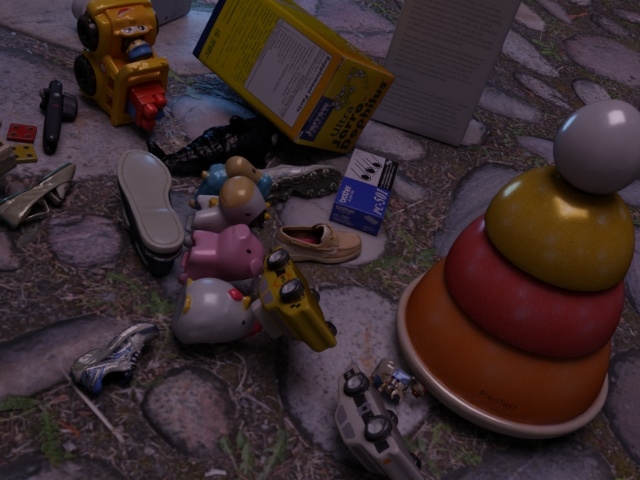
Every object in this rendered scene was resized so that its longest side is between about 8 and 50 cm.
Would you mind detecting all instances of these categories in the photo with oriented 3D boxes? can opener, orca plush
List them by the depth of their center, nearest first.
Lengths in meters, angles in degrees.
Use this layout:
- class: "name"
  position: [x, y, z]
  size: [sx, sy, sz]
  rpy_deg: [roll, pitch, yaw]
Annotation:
- class: "can opener"
  position: [-0.487, -0.231, 1.436]
  size: [0.073, 0.059, 0.186]
  rpy_deg: [6, 39, -16]
- class: "orca plush"
  position: [-0.188, -0.203, 1.484]
  size: [0.287, 0.102, 0.151]
  rpy_deg: [-8, 45, -30]

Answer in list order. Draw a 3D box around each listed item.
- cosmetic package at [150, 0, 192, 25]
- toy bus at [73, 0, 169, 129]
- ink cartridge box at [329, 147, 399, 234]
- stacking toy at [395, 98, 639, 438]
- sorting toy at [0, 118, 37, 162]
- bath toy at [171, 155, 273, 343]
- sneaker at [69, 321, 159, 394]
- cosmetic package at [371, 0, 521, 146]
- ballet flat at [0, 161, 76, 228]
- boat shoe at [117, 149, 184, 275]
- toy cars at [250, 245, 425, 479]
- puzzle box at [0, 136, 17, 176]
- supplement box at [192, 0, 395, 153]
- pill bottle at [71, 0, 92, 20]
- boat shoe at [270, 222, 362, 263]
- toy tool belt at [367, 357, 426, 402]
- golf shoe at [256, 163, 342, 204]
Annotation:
- class: "cosmetic package"
  position: [-0.398, -0.575, 1.846]
  size: [0.085, 0.117, 0.231]
  rpy_deg: [27, 40, 13]
- class: "toy bus"
  position: [-0.355, -0.322, 1.481]
  size: [0.149, 0.220, 0.211]
  rpy_deg: [-20, 58, -34]
- class: "ink cartridge box"
  position: [0.088, -0.098, 1.512]
  size: [0.097, 0.046, 0.207]
  rpy_deg: [18, 38, 2]
- class: "stacking toy"
  position: [0.335, 0.017, 1.118]
  size: [0.350, 0.480, 0.351]
  rpy_deg: [11, 39, -9]
- class: "sorting toy"
  position: [-0.623, -0.195, 1.348]
  size: [0.274, 0.046, 0.132]
  rpy_deg: [8, 39, -13]
- class: "bath toy"
  position: [-0.141, 0.018, 1.208]
  size: [0.128, 0.151, 0.348]
  rpy_deg: [19, 40, -17]
- class: "sneaker"
  position: [-0.267, 0.163, 1.058]
  size: [0.058, 0.052, 0.135]
  rpy_deg: [44, 51, 16]
- class: "cosmetic package"
  position: [0.277, -0.457, 1.695]
  size: [0.229, 0.453, 0.162]
  rpy_deg: [19, 38, 0]
- class: "ballet flat"
  position: [-0.451, -0.070, 1.272]
  size: [0.052, 0.057, 0.168]
  rpy_deg: [50, 45, -4]
- class: "boat shoe"
  position: [-0.280, -0.051, 1.282]
  size: [0.095, 0.079, 0.255]
  rpy_deg: [-5, 46, -30]
- class: "toy cars"
  position: [0.006, 0.175, 1.067]
  size: [0.087, 0.176, 0.394]
  rpy_deg: [-34, 71, 3]
- class: "puzzle box"
  position: [-0.720, -0.167, 1.228]
  size: [0.408, 0.052, 0.272]
  rpy_deg: [33, 52, 18]
- class: "supplement box"
  position: [-0.060, -0.362, 1.614]
  size: [0.356, 0.194, 0.195]
  rpy_deg: [44, 23, 28]
- class: "pill bottle"
  position: [-0.458, -0.476, 1.708]
  size: [0.180, 0.108, 0.108]
  rpy_deg: [37, 42, 24]
- class: "boat shoe"
  position: [0.000, 0.000, 1.346]
  size: [0.170, 0.059, 0.063]
  rpy_deg: [-4, 43, -25]
- class: "toy tool belt"
  position: [0.107, 0.215, 1.144]
  size: [0.083, 0.052, 0.051]
  rpy_deg: [34, 72, 25]
- class: "golf shoe"
  position: [-0.045, -0.124, 1.479]
  size: [0.176, 0.069, 0.086]
  rpy_deg: [-8, 39, -31]
